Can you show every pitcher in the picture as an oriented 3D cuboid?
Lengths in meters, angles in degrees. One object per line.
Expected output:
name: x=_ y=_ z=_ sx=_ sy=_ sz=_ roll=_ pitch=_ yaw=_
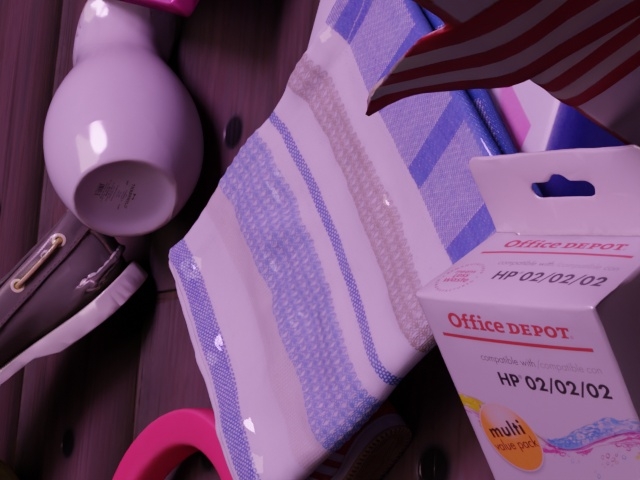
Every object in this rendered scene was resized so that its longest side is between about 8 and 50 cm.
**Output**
pitcher: x=-0.170 y=-0.085 z=0.964 sx=0.207 sy=0.126 sz=0.177 roll=-102 pitch=29 yaw=-45

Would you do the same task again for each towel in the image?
towel: x=0.000 y=0.000 z=0.665 sx=0.285 sy=0.034 sz=0.209 roll=-52 pitch=46 yaw=37

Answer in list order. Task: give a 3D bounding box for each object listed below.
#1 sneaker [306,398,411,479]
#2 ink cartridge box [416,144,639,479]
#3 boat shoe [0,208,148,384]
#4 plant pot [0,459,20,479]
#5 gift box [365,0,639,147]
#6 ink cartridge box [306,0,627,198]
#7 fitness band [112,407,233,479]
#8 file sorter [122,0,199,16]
sneaker: x=0.004 y=0.131 z=0.721 sx=0.118 sy=0.042 sz=0.067 roll=-51 pitch=48 yaw=23
ink cartridge box: x=0.111 y=0.055 z=0.495 sx=0.104 sy=0.062 sz=0.181 roll=0 pitch=119 yaw=54
boat shoe: x=-0.292 y=0.081 z=0.999 sx=0.305 sy=0.091 sz=0.109 roll=-33 pitch=13 yaw=15
plant pot: x=-0.413 y=0.296 z=1.098 sx=0.254 sy=0.276 sz=0.276 roll=-18 pitch=66 yaw=38
gift box: x=0.116 y=-0.176 z=0.424 sx=0.276 sy=0.255 sz=0.258 roll=-40 pitch=63 yaw=26
ink cartridge box: x=0.111 y=-0.128 z=0.622 sx=0.330 sy=0.071 sz=0.324 roll=24 pitch=100 yaw=55
fitness band: x=-0.077 y=0.257 z=0.796 sx=0.209 sy=0.054 sz=0.290 roll=-45 pitch=48 yaw=34
file sorter: x=-0.136 y=-0.347 z=0.859 sx=0.202 sy=0.182 sz=0.290 roll=26 pitch=86 yaw=54
